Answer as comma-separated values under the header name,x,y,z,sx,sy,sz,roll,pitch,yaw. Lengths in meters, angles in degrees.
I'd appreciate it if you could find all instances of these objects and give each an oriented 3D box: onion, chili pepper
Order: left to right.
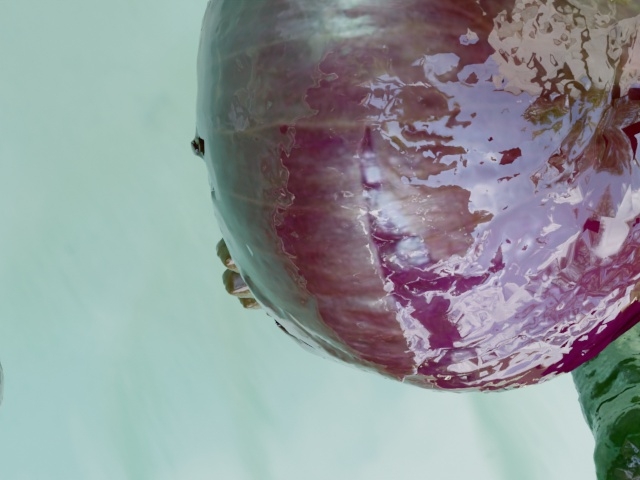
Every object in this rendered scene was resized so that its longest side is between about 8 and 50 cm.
name,x,y,z,sx,sy,sz,roll,pitch,yaw
onion,0.130,-0.072,0.868,0.348,0.385,0.347,-12,104,-55
chili pepper,0.226,0.105,1.032,0.136,0.270,0.099,24,124,-8

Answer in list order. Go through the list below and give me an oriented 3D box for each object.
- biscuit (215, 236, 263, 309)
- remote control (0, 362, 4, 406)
name,x,y,z,sx,sy,sz,roll,pitch,yaw
biscuit,0.001,0.001,1.706,0.278,0.043,0.301,-28,162,-22
remote control,-0.199,0.130,0.557,0.266,0.066,0.090,-60,-172,-29
